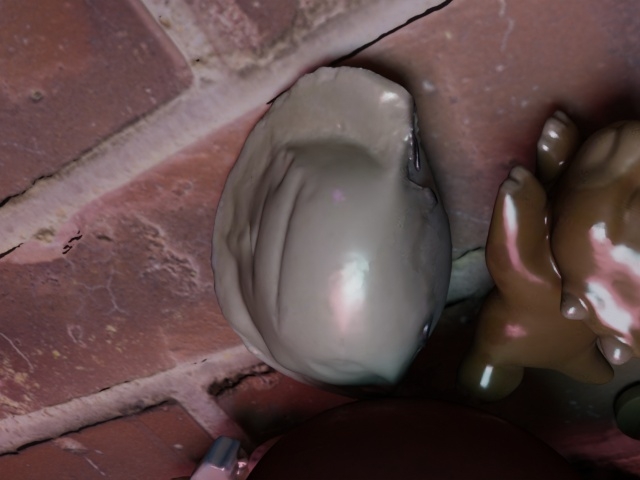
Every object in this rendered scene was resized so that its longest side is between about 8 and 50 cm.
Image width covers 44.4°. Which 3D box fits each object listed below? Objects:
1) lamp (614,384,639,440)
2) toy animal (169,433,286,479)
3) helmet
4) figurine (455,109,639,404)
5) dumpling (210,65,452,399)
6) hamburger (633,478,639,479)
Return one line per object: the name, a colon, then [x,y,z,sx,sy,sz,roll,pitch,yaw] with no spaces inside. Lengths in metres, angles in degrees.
lamp: [0.299,0.225,0.663,0.121,0.215,0.121,4,128,6]
toy animal: [-0.052,0.307,0.878,0.213,0.195,0.256,40,130,-3]
helmet: [0.083,0.236,0.596,0.384,0.230,0.337,-8,153,21]
figurine: [0.217,0.027,0.573,0.173,0.177,0.247,23,120,24]
dumpling: [0.003,0.001,0.660,0.226,0.243,0.175,13,172,32]
hamburger: [0.241,0.324,0.824,0.276,0.151,0.260,25,149,-24]
